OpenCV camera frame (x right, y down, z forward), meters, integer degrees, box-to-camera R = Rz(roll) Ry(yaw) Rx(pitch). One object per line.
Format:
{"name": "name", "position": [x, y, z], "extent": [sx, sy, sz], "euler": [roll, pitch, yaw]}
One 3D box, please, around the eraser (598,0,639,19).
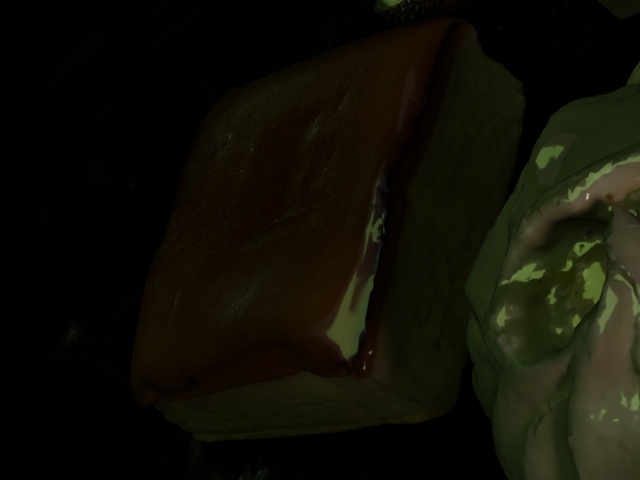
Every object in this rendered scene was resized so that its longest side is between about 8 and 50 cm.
{"name": "eraser", "position": [0.305, -0.263, 1.295], "extent": [0.172, 0.058, 0.117], "euler": [-21, 47, 39]}

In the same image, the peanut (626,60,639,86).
{"name": "peanut", "position": [0.302, -0.155, 1.185], "extent": [0.206, 0.087, 0.087], "euler": [-55, 35, -3]}

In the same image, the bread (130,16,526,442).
{"name": "bread", "position": [0.000, 0.000, 1.344], "extent": [0.333, 0.143, 0.323], "euler": [-14, 53, 47]}

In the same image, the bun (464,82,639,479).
{"name": "bun", "position": [0.240, 0.029, 0.988], "extent": [0.365, 0.219, 0.365], "euler": [-26, 45, 30]}

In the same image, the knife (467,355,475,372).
{"name": "knife", "position": [0.119, 0.083, 1.267], "extent": [0.023, 0.010, 0.170], "euler": [-49, 36, 18]}

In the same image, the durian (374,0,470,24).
{"name": "durian", "position": [0.116, -0.251, 1.498], "extent": [0.140, 0.071, 0.110], "euler": [-39, 30, 43]}
